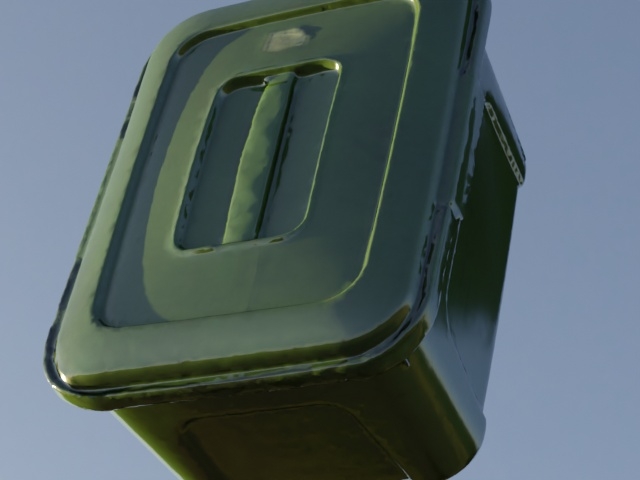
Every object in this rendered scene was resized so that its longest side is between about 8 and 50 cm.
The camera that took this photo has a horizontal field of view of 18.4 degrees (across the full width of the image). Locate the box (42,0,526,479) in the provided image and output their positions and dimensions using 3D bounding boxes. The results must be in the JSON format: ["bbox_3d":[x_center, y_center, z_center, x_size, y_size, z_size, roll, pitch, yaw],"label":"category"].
[{"bbox_3d":[0.000,0.000,1.239,0.253,0.328,0.178,-9,-43,27],"label":"box"}]
